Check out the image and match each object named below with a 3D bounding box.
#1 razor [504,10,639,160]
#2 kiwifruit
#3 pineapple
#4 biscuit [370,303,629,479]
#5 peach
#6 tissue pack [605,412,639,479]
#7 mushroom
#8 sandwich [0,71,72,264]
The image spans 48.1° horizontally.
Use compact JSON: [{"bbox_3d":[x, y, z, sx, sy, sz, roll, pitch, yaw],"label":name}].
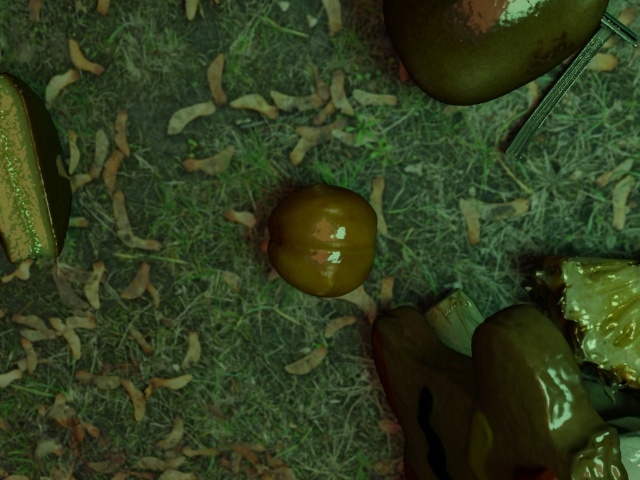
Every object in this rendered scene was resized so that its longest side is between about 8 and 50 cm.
[{"bbox_3d":[0.281,-0.176,0.837,0.068,0.037,0.191,35,107,-5],"label":"razor"},{"bbox_3d":[0.186,-0.253,0.753,0.234,0.196,0.196,-23,99,16],"label":"kiwifruit"},{"bbox_3d":[0.357,0.085,0.846,0.236,0.114,0.186,43,92,-2],"label":"pineapple"},{"bbox_3d":[0.170,0.234,0.774,0.076,0.394,0.368,-20,101,-19],"label":"biscuit"},{"bbox_3d":[0.000,0.000,0.868,0.138,0.138,0.138,2,103,7],"label":"peach"},{"bbox_3d":[0.358,0.248,0.747,0.209,0.148,0.156,-9,133,-8],"label":"tissue pack"},{"bbox_3d":[0.274,0.190,0.897,0.351,0.095,0.122,33,79,-1],"label":"mushroom"},{"bbox_3d":[-0.382,-0.095,0.922,0.090,0.088,0.244,-11,97,1],"label":"sandwich"}]
